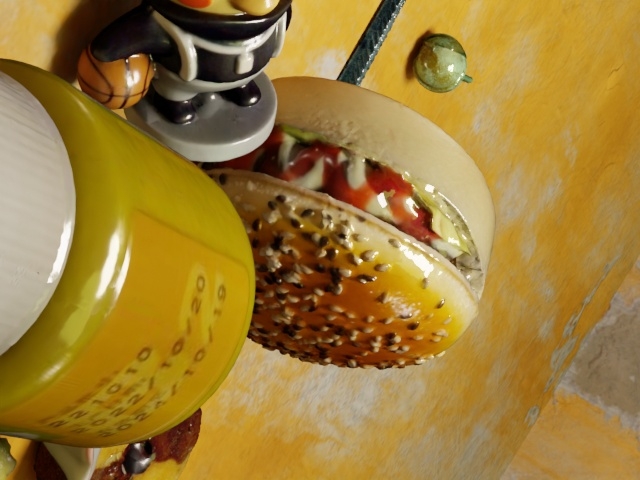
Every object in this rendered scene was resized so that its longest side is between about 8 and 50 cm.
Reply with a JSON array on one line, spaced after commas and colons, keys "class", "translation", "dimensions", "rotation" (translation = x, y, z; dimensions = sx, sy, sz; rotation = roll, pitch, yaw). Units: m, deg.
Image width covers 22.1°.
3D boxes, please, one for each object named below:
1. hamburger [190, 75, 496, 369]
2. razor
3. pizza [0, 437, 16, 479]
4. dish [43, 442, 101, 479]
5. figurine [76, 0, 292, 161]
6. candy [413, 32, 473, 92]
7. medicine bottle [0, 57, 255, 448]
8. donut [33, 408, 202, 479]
[{"class": "hamburger", "translation": [0.000, 0.000, 1.371], "dimensions": [0.300, 0.300, 0.176], "rotation": [80, 29, -59]}, {"class": "razor", "translation": [0.057, -0.198, 1.578], "dimensions": [0.190, 0.033, 0.066], "rotation": [-55, 159, 5]}, {"class": "pizza", "translation": [-0.283, 0.186, 1.176], "dimensions": [0.287, 0.075, 0.280], "rotation": [-63, 132, -67]}, {"class": "dish", "translation": [-0.186, 0.078, 1.277], "dimensions": [0.229, 0.081, 0.229], "rotation": [-162, -90, -85]}, {"class": "figurine", "translation": [-0.084, -0.176, 1.161], "dimensions": [0.176, 0.133, 0.236], "rotation": [-20, 146, -30]}, {"class": "candy", "translation": [0.143, -0.184, 1.771], "dimensions": [0.061, 0.061, 0.202], "rotation": [-62, 166, 8]}, {"class": "medicine bottle", "translation": [-0.202, 0.004, 1.002], "dimensions": [0.224, 0.224, 0.384], "rotation": [-59, 159, -1]}, {"class": "donut", "translation": [-0.184, 0.183, 1.481], "dimensions": [0.166, 0.073, 0.184], "rotation": [-63, 157, 12]}]
